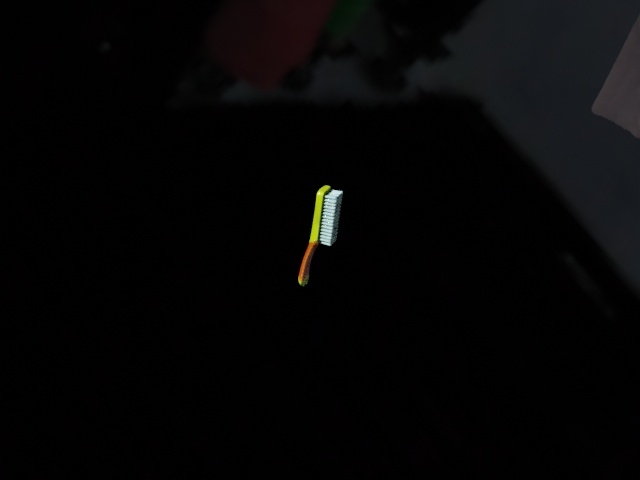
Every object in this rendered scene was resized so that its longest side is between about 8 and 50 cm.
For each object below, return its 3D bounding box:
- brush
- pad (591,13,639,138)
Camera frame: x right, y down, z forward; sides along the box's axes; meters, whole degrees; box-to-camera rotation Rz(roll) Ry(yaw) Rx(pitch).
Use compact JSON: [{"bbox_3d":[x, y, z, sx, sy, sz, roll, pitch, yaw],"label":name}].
[{"bbox_3d":[0.000,0.000,1.470,0.019,0.021,0.083,-46,-27,-62],"label":"brush"},{"bbox_3d":[0.235,-0.108,1.223,0.188,0.006,0.113,20,-81,-54],"label":"pad"}]
